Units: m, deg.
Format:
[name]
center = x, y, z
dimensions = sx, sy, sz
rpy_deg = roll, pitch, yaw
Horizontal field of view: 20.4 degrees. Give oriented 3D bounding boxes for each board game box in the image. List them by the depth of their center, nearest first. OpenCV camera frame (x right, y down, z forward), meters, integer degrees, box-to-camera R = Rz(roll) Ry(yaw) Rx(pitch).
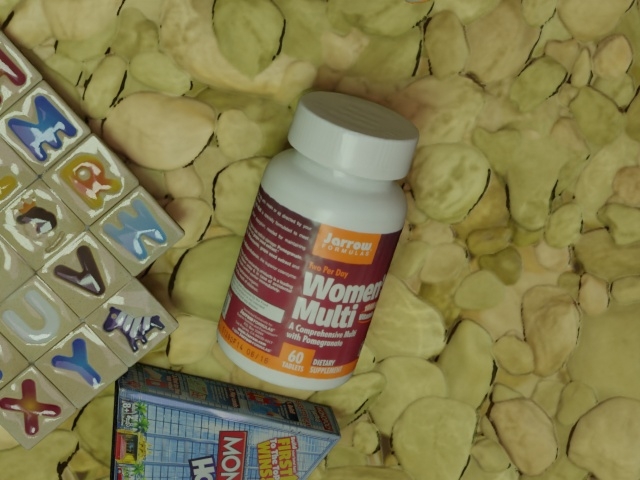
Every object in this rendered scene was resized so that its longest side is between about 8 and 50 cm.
[board game box]
center = -0.085, 0.201, 1.549
dimensions = 0.194, 0.060, 0.194
rpy_deg = 1, 113, -10

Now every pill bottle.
[pill bottle]
center = 0.000, 0.000, 1.440
dimensions = 0.121, 0.121, 0.221
rpy_deg = 12, 111, -15

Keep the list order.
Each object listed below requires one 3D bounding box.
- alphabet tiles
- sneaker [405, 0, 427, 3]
[alphabet tiles]
center = -0.289, 0.002, 1.431
dimensions = 0.285, 0.011, 0.342
rpy_deg = -39, 108, 8
[sneaker]
center = 0.041, -0.307, 1.336
dimensions = 0.121, 0.099, 0.262
rpy_deg = -5, 107, 0
